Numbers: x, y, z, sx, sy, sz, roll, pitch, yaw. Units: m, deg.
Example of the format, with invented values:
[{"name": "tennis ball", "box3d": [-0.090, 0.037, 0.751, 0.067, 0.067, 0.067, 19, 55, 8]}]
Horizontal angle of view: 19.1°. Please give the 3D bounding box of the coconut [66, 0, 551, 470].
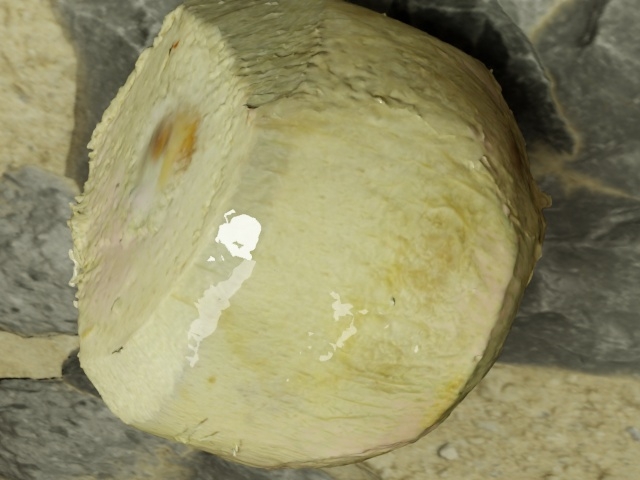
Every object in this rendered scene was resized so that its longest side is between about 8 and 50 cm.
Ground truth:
[{"name": "coconut", "box3d": [0.000, 0.000, 1.181, 0.255, 0.297, 0.297, 21, 145, -29]}]
